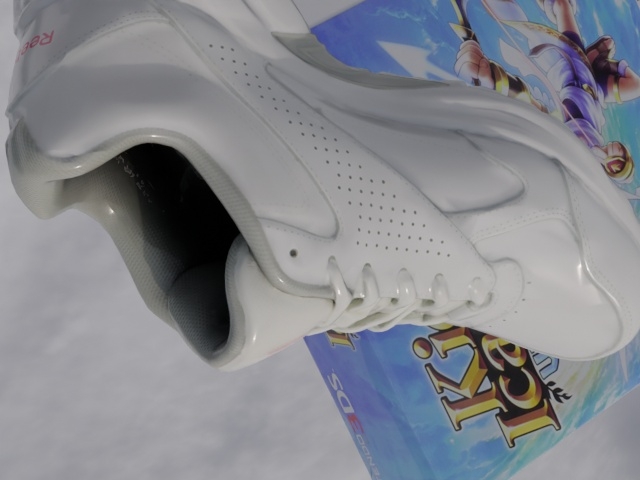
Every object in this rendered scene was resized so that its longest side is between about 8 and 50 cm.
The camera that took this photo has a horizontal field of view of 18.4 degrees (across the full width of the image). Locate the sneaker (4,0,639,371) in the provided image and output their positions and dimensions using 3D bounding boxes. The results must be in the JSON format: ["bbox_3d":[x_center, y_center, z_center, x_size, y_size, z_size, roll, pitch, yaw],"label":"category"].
[{"bbox_3d":[0.000,0.000,0.602,0.232,0.090,0.115,25,54,-20],"label":"sneaker"}]

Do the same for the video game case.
[{"bbox_3d":[0.080,-0.041,0.957,0.244,0.061,0.270,-31,99,-30],"label":"video game case"}]
